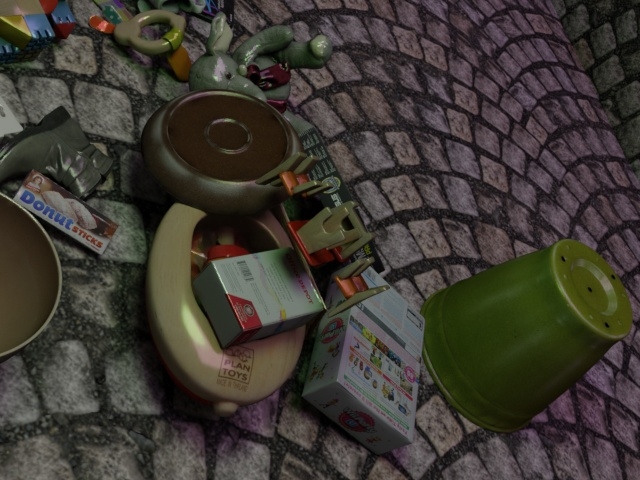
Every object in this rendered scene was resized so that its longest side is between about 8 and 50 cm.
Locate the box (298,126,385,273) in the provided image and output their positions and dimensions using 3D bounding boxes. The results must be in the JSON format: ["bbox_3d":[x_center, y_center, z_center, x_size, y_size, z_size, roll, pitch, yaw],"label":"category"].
[{"bbox_3d":[0.036,-0.076,1.735,0.270,0.060,0.216,65,2,41],"label":"box"}]

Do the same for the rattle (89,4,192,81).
[{"bbox_3d":[-0.387,-0.430,1.815,0.199,0.143,0.130,1,72,5],"label":"rattle"}]

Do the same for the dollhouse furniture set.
[{"bbox_3d":[0.000,0.000,1.440,0.262,0.135,0.259,61,15,6],"label":"dollhouse furniture set"}]

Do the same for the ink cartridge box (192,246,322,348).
[{"bbox_3d":[-0.101,0.091,1.366,0.175,0.072,0.127,-10,65,-44],"label":"ink cartridge box"}]

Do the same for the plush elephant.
[{"bbox_3d":[-0.165,-0.331,1.760,0.330,0.272,0.255,23,24,15],"label":"plush elephant"}]

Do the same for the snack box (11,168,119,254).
[{"bbox_3d":[-0.438,-0.047,1.433,0.178,0.022,0.064,37,71,-29],"label":"snack box"}]

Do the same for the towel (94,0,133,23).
[{"bbox_3d":[-0.457,-0.509,1.834,0.083,0.009,0.060,48,42,2],"label":"towel"}]

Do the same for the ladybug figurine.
[{"bbox_3d":[-0.179,0.107,1.469,0.305,0.162,0.449,21,47,-26],"label":"ladybug figurine"}]

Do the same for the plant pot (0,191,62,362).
[{"bbox_3d":[-0.535,0.081,1.167,0.284,0.191,0.284,22,46,-25],"label":"plant pot"}]

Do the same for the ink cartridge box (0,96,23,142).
[{"bbox_3d":[-0.621,-0.188,1.400,0.198,0.067,0.115,-27,78,-47],"label":"ink cartridge box"}]

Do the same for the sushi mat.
[{"bbox_3d":[-0.068,0.029,1.637,0.019,0.151,0.316,-14,68,-23],"label":"sushi mat"}]

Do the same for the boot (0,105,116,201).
[{"bbox_3d":[-0.474,-0.125,1.471,0.161,0.083,0.246,48,43,-11],"label":"boot"}]

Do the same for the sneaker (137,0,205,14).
[{"bbox_3d":[-0.419,-0.615,1.845,0.365,0.137,0.210,5,59,-29],"label":"sneaker"}]

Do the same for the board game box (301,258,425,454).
[{"bbox_3d":[0.095,0.224,1.624,0.224,0.097,0.303,43,39,-26],"label":"board game box"}]

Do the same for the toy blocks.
[{"bbox_3d":[-0.607,-0.454,1.565,0.381,0.190,0.261,-24,87,-47],"label":"toy blocks"}]

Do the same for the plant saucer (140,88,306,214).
[{"bbox_3d":[-0.173,-0.181,1.532,0.310,0.050,0.311,9,51,-11],"label":"plant saucer"}]

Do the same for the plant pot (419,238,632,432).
[{"bbox_3d":[0.465,0.181,1.813,0.366,0.353,0.366,23,46,-26],"label":"plant pot"}]

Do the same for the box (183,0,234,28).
[{"bbox_3d":[-0.286,-0.587,2.026,0.162,0.029,0.116,19,49,-30],"label":"box"}]
